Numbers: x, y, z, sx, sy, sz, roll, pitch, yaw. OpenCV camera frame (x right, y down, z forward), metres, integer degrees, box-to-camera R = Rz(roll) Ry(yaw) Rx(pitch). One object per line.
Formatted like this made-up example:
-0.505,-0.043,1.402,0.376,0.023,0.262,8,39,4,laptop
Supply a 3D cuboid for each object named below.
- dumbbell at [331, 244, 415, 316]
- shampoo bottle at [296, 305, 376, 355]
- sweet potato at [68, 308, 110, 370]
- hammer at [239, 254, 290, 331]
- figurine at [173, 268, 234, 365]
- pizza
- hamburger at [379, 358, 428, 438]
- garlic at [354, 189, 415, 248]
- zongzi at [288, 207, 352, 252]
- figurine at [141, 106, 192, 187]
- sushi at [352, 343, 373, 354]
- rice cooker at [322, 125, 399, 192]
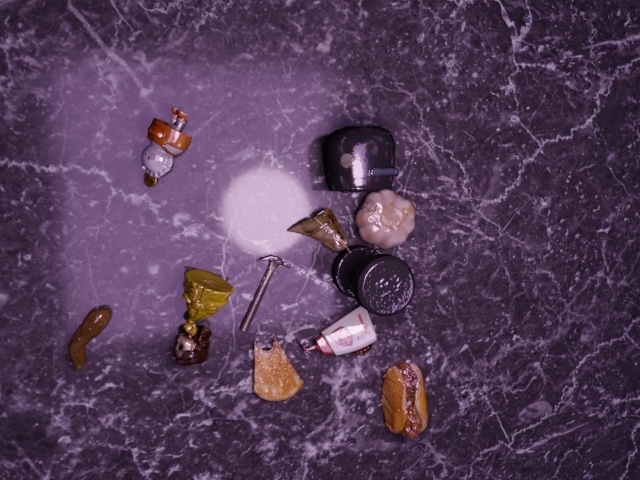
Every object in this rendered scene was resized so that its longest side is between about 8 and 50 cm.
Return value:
0.177,0.132,1.762,0.204,0.322,0.203,-2,97,-14,dumbbell
0.060,0.359,1.883,0.285,0.071,0.153,-20,83,-11,shampoo bottle
-0.778,0.324,1.668,0.081,0.062,0.232,29,91,-17,sweet potato
-0.218,0.193,1.819,0.125,0.027,0.297,23,90,-17,hammer
-0.425,0.279,1.710,0.188,0.168,0.315,25,100,26,figurine
-0.181,0.479,1.855,0.181,0.034,0.261,-25,102,-11,pizza
0.329,0.628,1.944,0.156,0.245,0.282,-7,142,-19,hamburger
0.235,-0.076,1.843,0.228,0.152,0.227,-2,97,-13,garlic
0.000,0.000,1.814,0.178,0.081,0.188,-27,83,-4,zongzi
-0.509,-0.302,1.643,0.144,0.143,0.271,14,112,-16,figurine
0.168,0.410,1.934,0.099,0.047,0.050,-42,108,-6,sushi
0.138,-0.280,1.749,0.268,0.267,0.224,-3,94,-15,rice cooker
